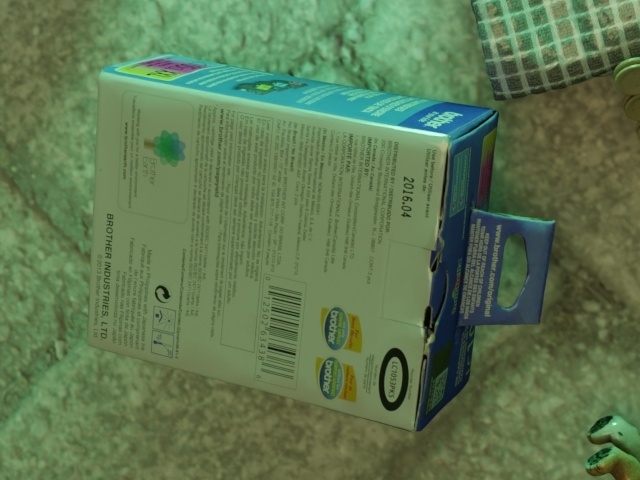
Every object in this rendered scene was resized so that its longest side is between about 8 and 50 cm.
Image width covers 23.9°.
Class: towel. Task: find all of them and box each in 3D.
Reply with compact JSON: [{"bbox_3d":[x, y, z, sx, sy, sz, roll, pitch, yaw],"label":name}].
[{"bbox_3d":[0.227,-0.281,1.306,0.235,0.121,0.283,-14,95,16],"label":"towel"}]

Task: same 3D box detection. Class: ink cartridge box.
[{"bbox_3d":[0.000,0.000,1.346,0.396,0.151,0.269,13,110,22],"label":"ink cartridge box"}]

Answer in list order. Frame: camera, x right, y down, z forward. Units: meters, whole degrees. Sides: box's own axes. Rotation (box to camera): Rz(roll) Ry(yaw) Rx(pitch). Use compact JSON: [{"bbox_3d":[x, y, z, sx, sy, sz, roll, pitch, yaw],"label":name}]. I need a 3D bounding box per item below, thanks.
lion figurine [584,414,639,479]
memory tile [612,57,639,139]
[{"bbox_3d":[0.388,0.218,1.342,0.392,0.142,0.240,-36,96,13],"label":"lion figurine"},{"bbox_3d":[0.323,-0.120,1.314,0.113,0.148,0.012,-19,50,18],"label":"memory tile"}]
